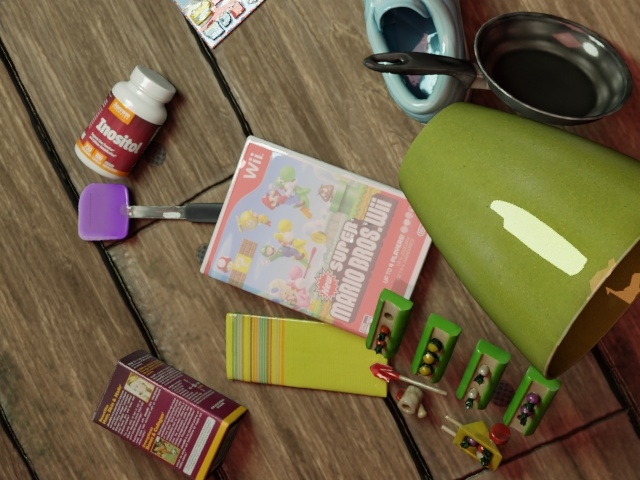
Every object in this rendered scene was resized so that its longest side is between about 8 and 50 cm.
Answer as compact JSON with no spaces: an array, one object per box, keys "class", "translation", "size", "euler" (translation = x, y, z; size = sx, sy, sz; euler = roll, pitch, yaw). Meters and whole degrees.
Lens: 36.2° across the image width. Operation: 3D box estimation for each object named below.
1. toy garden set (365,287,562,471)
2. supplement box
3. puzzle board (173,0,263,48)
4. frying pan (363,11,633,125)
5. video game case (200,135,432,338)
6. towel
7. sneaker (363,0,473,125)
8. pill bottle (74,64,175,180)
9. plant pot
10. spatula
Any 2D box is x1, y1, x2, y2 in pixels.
[{"class":"toy garden set","translation":[0.160,0.194,1.258],"size":[0.244,0.049,0.204],"euler":[28,140,14]},{"class":"supplement box","translation":[-0.216,0.250,1.408],"size":[0.188,0.081,0.104],"euler":[28,103,11]},{"class":"puzzle board","translation":[-0.135,-0.344,1.356],"size":[0.128,0.011,0.096],"euler":[-40,85,15]},{"class":"frying pan","translation":[0.227,-0.183,1.151],"size":[0.197,0.326,0.053],"euler":[49,147,26]},{"class":"video game case","translation":[0.000,0.000,1.330],"size":[0.285,0.025,0.204],"euler":[21,95,9]},{"class":"towel","translation":[-0.020,0.159,1.377],"size":[0.237,0.021,0.102],"euler":[4,103,14]},{"class":"sneaker","translation":[0.109,-0.323,1.218],"size":[0.135,0.150,0.366],"euler":[-19,91,16]},{"class":"pill bottle","translation":[-0.271,-0.166,1.375],"size":[0.086,0.086,0.152],"euler":[39,105,8]},{"class":"plant pot","translation":[0.246,-0.032,1.177],"size":[0.293,0.275,0.275],"euler":[41,105,24]},{"class":"spatula","translation":[-0.216,-0.041,1.400],"size":[0.296,0.030,0.084],"euler":[0,91,13]}]
